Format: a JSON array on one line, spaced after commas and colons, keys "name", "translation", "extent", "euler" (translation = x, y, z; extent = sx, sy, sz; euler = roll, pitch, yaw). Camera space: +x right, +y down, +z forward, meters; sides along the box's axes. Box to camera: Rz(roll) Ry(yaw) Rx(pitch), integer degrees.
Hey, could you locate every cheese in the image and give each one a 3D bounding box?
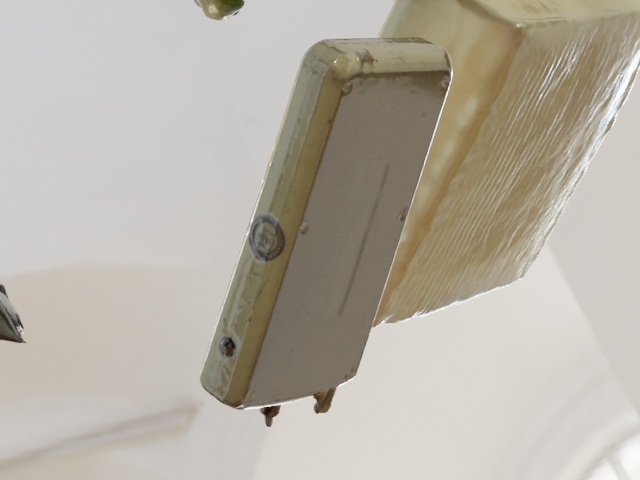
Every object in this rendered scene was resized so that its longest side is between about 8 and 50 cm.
[{"name": "cheese", "translation": [0.118, -0.084, 1.336], "extent": [0.242, 0.124, 0.265], "euler": [-10, -46, -48]}]

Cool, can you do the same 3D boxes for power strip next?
[{"name": "power strip", "translation": [0.000, 0.000, 0.690], "extent": [0.076, 0.028, 0.169], "euler": [-8, -57, -48]}]

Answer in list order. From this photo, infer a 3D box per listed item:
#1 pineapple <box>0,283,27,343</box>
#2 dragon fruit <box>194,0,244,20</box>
[{"name": "pineapple", "translation": [-0.203, 0.042, 0.534], "extent": [0.237, 0.111, 0.119], "euler": [-24, -54, 11]}, {"name": "dragon fruit", "translation": [0.022, -0.239, 1.100], "extent": [0.268, 0.295, 0.130], "euler": [-28, -91, -9]}]
